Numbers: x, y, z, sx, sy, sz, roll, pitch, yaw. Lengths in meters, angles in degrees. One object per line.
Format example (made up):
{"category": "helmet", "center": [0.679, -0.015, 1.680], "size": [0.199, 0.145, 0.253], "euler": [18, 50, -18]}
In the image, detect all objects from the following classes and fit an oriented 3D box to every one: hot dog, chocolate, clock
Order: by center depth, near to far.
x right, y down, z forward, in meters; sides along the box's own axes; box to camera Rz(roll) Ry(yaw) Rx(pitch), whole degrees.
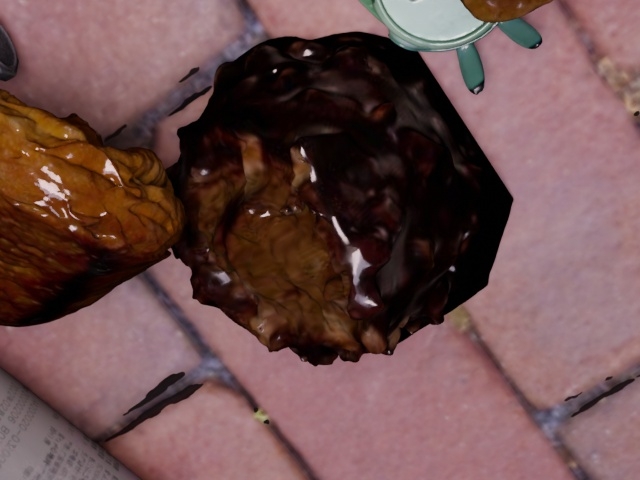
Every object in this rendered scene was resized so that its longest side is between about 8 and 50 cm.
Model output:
{"category": "chocolate", "center": [0.000, 0.000, 0.842], "size": [0.206, 0.177, 0.224], "euler": [-31, 106, 13]}
{"category": "hot dog", "center": [-0.172, -0.014, 0.848], "size": [0.160, 0.099, 0.227], "euler": [32, 147, -22]}
{"category": "clock", "center": [0.075, -0.159, 0.848], "size": [0.101, 0.041, 0.135], "euler": [-37, 106, 15]}

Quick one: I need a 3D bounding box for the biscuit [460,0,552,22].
{"category": "biscuit", "center": [0.121, -0.241, 0.790], "size": [0.290, 0.041, 0.208], "euler": [-35, 106, -1]}

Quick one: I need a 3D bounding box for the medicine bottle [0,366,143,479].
{"category": "medicine bottle", "center": [-0.197, 0.189, 0.938], "size": [0.293, 0.141, 0.141], "euler": [41, 107, -13]}

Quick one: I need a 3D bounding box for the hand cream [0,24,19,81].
{"category": "hand cream", "center": [-0.318, -0.067, 0.892], "size": [0.276, 0.059, 0.095], "euler": [-24, 114, 14]}
